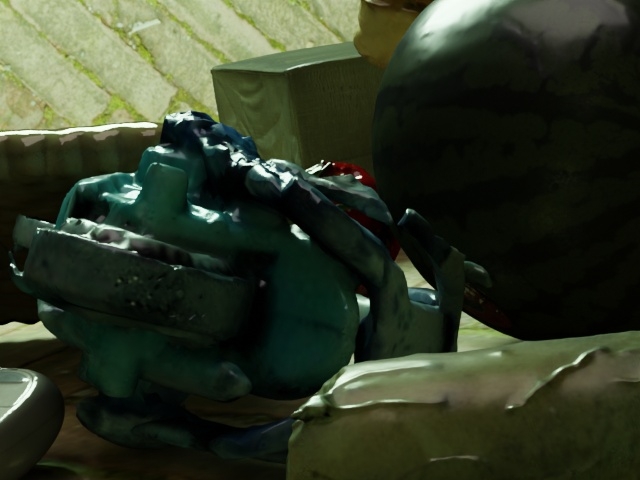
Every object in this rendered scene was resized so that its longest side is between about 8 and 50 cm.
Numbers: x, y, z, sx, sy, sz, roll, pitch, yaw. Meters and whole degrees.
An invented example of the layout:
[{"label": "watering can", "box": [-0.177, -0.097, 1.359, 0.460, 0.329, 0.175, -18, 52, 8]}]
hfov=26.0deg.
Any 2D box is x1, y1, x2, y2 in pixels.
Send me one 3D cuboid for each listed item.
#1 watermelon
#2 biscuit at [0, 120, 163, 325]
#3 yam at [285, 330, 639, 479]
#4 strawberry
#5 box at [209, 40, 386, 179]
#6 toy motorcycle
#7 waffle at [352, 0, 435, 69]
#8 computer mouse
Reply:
[{"label": "watermelon", "box": [0.127, -0.048, 0.702, 0.212, 0.212, 0.212, -7, 10, 1]}, {"label": "biscuit", "box": [-0.215, -0.003, 0.807, 0.324, 0.044, 0.217, -4, -28, 7]}, {"label": "yam", "box": [0.171, 0.059, 0.446, 0.371, 0.083, 0.083, -5, 10, -1]}, {"label": "strawberry", "box": [0.000, 0.001, 0.849, 0.106, 0.106, 0.106, -7, 10, 1]}, {"label": "box", "box": [0.019, -0.082, 1.139, 0.149, 0.155, 0.231, -13, 12, -17]}, {"label": "toy motorcycle", "box": [-0.040, 0.025, 0.631, 0.206, 0.154, 0.260, 14, 0, -13]}, {"label": "waffle", "box": [0.240, -0.113, 0.904, 0.376, 0.114, 0.261, 26, 22, 27]}, {"label": "computer mouse", "box": [-0.150, 0.089, 0.597, 0.066, 0.039, 0.096, -3, 22, 27]}]
